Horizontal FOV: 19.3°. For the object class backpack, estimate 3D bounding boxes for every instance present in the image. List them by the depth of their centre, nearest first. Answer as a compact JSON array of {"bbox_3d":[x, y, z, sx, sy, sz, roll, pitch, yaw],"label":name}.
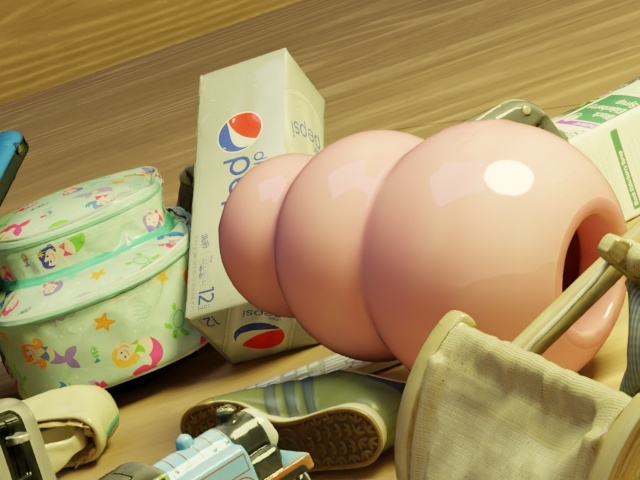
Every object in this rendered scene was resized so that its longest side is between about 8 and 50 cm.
[{"bbox_3d":[-0.207,0.046,1.772,0.225,0.191,0.253,-20,20,-2],"label":"backpack"}]

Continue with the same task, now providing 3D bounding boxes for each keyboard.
[{"bbox_3d":[0.044,0.094,1.579,0.256,0.014,0.072,-20,15,1],"label":"keyboard"}]

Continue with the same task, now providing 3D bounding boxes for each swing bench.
[{"bbox_3d":[0.188,0.104,1.062,0.254,0.165,0.253,-25,16,-16],"label":"swing bench"}]

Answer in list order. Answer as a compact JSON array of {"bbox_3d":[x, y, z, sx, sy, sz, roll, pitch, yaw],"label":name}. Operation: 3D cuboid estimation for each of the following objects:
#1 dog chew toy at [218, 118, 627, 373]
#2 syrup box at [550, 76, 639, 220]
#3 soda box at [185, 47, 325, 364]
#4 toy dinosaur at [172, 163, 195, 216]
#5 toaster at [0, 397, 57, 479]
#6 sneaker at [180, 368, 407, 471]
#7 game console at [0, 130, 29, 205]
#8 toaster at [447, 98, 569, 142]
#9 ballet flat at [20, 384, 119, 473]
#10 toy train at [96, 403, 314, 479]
[{"bbox_3d":[0.061,0.007,1.424,0.331,0.207,0.206,6,28,36],"label":"dog chew toy"},{"bbox_3d":[0.301,-0.093,1.743,0.236,0.096,0.093,-25,16,-19],"label":"syrup box"},{"bbox_3d":[-0.056,-0.034,1.736,0.098,0.091,0.286,-16,51,20],"label":"soda box"},{"bbox_3d":[-0.142,0.001,2.009,0.160,0.121,0.313,-10,-8,-2],"label":"toy dinosaur"},{"bbox_3d":[-0.312,0.196,1.434,0.185,0.110,0.168,-13,0,21],"label":"toaster"},{"bbox_3d":[-0.008,0.135,1.421,0.192,0.064,0.086,-5,16,39],"label":"sneaker"},{"bbox_3d":[-0.380,0.067,1.784,0.250,0.173,0.293,-18,31,22],"label":"game console"},{"bbox_3d":[0.114,-0.018,1.628,0.227,0.129,0.146,-42,9,-18],"label":"toaster"},{"bbox_3d":[-0.290,0.185,1.588,0.248,0.086,0.086,-18,15,4],"label":"ballet flat"},{"bbox_3d":[-0.085,0.183,1.254,0.184,0.105,0.080,-30,18,-32],"label":"toy train"}]
